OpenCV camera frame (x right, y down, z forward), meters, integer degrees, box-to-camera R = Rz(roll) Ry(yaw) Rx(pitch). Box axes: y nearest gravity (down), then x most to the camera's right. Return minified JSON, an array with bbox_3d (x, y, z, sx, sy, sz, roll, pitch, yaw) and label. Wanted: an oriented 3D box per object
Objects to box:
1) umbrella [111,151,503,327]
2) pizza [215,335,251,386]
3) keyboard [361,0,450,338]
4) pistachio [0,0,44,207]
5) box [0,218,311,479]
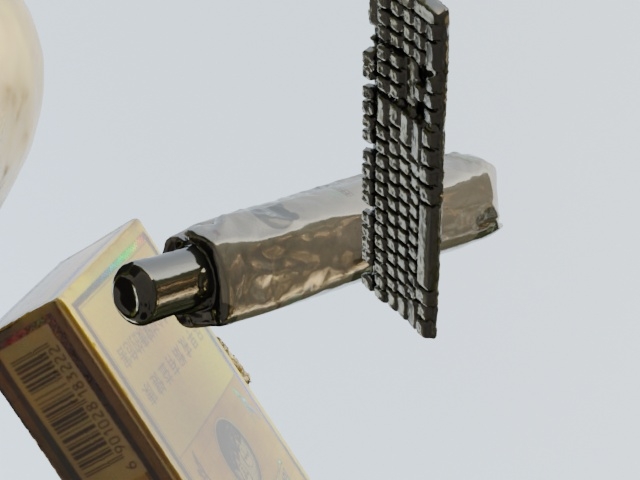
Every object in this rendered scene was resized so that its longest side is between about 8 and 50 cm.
[{"bbox_3d":[0.000,0.000,1.165,0.067,0.337,0.073,-14,-87,47],"label":"umbrella"},{"bbox_3d":[-0.075,0.107,1.482,0.016,0.037,0.083,-33,-43,-4],"label":"pizza"},{"bbox_3d":[0.040,-0.040,0.823,0.060,0.018,0.195,48,-31,43],"label":"keyboard"},{"bbox_3d":[-0.307,-0.083,1.222,0.230,0.230,0.309,36,-44,4],"label":"pistachio"},{"bbox_3d":[-0.111,0.150,1.280,0.084,0.193,0.301,-29,-80,19],"label":"box"}]
